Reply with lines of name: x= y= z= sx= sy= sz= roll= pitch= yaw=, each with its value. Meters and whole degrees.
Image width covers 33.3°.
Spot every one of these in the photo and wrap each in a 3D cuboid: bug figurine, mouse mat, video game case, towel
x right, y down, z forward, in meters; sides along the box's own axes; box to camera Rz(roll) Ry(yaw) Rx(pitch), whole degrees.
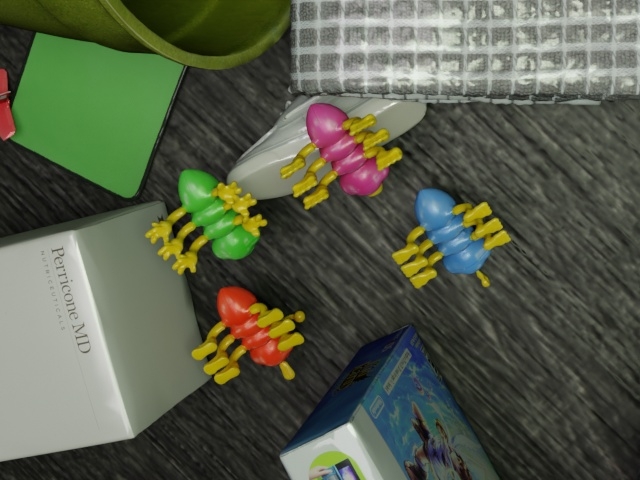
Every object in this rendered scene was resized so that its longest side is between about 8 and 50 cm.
bug figurine: x=0.000 y=0.000 z=0.873 sx=0.279 sy=0.072 sz=0.216 roll=-26 pitch=120 yaw=15
mouse mat: x=-0.200 y=-0.146 z=0.966 sx=0.153 sy=0.007 sz=0.189 roll=27 pitch=106 yaw=10
video game case: x=0.086 y=0.209 z=0.811 sx=0.061 sy=0.269 sz=0.244 roll=-28 pitch=92 yaw=17
towel: x=0.118 y=-0.215 z=0.769 sx=0.284 sy=0.121 sz=0.235 roll=0 pitch=96 yaw=6

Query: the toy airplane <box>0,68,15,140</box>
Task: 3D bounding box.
toy airplane: x=-0.343 y=-0.118 z=1.000 sx=0.151 sy=0.028 sz=0.151 roll=-2 pitch=85 yaw=22

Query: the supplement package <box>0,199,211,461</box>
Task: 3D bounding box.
supplement package: x=-0.276 y=0.088 z=0.943 sx=0.293 sy=0.175 sz=0.177 roll=-13 pitch=96 yaw=18

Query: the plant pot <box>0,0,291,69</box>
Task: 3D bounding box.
plant pot: x=-0.226 y=-0.313 z=0.786 sx=0.353 sy=0.366 sz=0.366 roll=6 pitch=102 yaw=27

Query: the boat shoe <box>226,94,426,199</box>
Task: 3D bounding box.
boat shoe: x=-0.002 y=-0.095 z=0.892 sx=0.184 sy=0.066 sz=0.063 roll=-30 pitch=61 yaw=23

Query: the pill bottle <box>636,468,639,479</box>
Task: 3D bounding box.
pill bottle: x=0.309 y=0.213 z=0.699 sx=0.204 sy=0.361 sz=0.204 roll=3 pitch=101 yaw=16
